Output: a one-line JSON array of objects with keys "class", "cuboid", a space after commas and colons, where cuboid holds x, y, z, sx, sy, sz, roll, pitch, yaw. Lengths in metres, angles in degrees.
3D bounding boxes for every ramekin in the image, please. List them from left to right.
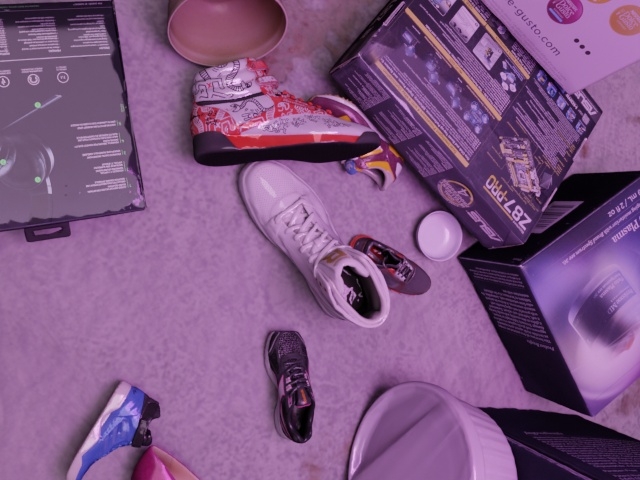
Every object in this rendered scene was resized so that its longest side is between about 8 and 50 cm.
[{"class": "ramekin", "cuboid": [0.171, 0.356, 1.016, 0.127, 0.273, 0.272, 18, 86, -32]}]

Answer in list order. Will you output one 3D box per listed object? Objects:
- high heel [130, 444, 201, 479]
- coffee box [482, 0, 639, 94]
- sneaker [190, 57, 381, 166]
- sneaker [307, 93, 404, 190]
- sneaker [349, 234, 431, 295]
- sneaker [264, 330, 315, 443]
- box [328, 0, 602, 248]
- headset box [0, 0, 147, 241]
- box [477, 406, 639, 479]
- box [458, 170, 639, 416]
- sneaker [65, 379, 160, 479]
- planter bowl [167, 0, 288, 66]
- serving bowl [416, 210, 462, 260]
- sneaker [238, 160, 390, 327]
[{"class": "high heel", "cuboid": [-0.154, 0.373, 0.979, 0.244, 0.082, 0.117, 18, 101, -8]}, {"class": "coffee box", "cuboid": [0.429, -0.496, 0.974, 0.338, 0.334, 0.338, 39, 58, -18]}, {"class": "sneaker", "cuboid": [-0.050, -0.188, 0.963, 0.270, 0.090, 0.145, -4, 78, -10]}, {"class": "sneaker", "cuboid": [0.050, -0.150, 1.039, 0.185, 0.069, 0.084, 31, 77, -18]}, {"class": "sneaker", "cuboid": [0.119, 0.046, 1.077, 0.158, 0.065, 0.061, 28, 83, -19]}, {"class": "sneaker", "cuboid": [-0.035, 0.222, 1.021, 0.072, 0.077, 0.178, -12, 96, -21]}, {"class": "box", "cuboid": [0.248, -0.232, 1.067, 0.395, 0.097, 0.318, 44, 64, -18]}, {"class": "headset box", "cuboid": [-0.365, -0.139, 0.849, 0.246, 0.131, 0.283, -11, 97, -20]}, {"class": "box", "cuboid": [0.400, 0.545, 0.991, 0.297, 0.472, 0.479, 8, 89, -22]}, {"class": "box", "cuboid": [0.449, 0.079, 1.144, 0.296, 0.183, 0.294, -34, 105, -16]}, {"class": "sneaker", "cuboid": [-0.282, 0.281, 0.940, 0.085, 0.058, 0.152, 32, 75, -11]}, {"class": "planter bowl", "cuboid": [-0.133, -0.332, 0.927, 0.162, 0.162, 0.109, -3, 68, -21]}, {"class": "serving bowl", "cuboid": [0.193, -0.008, 1.122, 0.083, 0.027, 0.083, -1, 93, -20]}, {"class": "sneaker", "cuboid": [0.000, 0.000, 0.976, 0.108, 0.169, 0.292, -39, 104, -13]}]
